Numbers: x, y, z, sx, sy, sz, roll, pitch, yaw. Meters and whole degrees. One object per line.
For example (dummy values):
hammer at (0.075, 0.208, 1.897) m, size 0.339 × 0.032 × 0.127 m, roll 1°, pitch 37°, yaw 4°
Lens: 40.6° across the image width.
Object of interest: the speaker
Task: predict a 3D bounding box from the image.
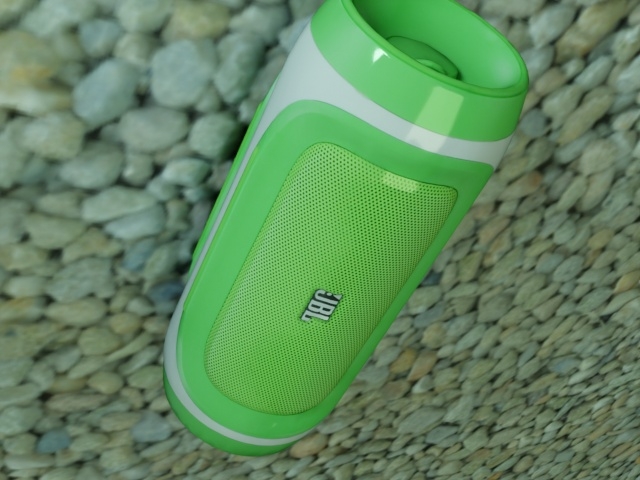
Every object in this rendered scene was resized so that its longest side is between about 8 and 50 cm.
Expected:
speaker at (0.000, 0.000, 0.516) m, size 0.131 × 0.131 × 0.297 m, roll 2°, pitch 133°, yaw -32°
